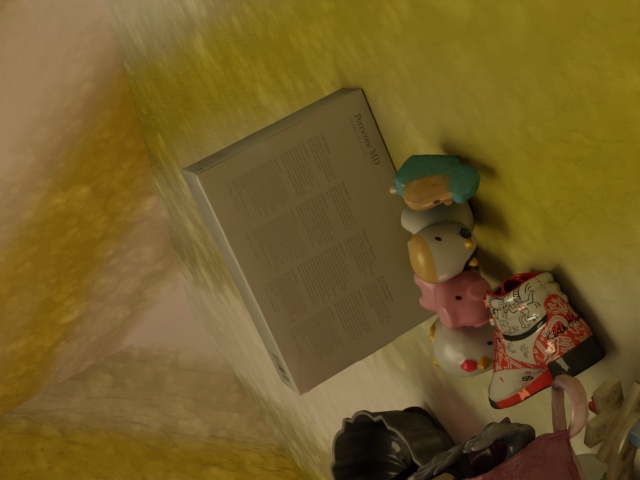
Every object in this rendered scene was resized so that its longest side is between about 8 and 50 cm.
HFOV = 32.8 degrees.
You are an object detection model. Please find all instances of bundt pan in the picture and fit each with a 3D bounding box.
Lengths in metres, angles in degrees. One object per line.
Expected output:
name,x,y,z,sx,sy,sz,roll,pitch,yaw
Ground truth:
bundt pan,0.156,0.448,1.917,0.331,0.124,0.331,24,118,55

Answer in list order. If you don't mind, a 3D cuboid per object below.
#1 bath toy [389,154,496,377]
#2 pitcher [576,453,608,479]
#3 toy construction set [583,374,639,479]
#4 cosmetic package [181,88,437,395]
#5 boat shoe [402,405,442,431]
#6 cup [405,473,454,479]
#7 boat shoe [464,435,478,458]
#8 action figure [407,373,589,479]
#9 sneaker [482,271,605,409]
bath toy,0.188,0.053,1.465,0.129,0.151,0.348,4,130,29
pitcher,0.353,0.367,1.379,0.178,0.125,0.207,53,-165,-43
toy construction set,0.395,0.308,1.192,0.215,0.151,0.328,43,-170,-45
cosmetic package,0.000,0.000,1.647,0.377,0.284,0.097,66,165,-16
boat shoe,0.236,0.458,2.044,0.104,0.110,0.307,87,160,-64
cup,0.281,0.480,1.623,0.237,0.331,0.331,-31,88,41
boat shoe,0.298,0.414,1.828,0.178,0.064,0.060,65,166,-4
action figure,0.274,0.373,1.229,0.370,0.275,0.248,52,178,8
sneaker,0.261,0.126,1.414,0.145,0.090,0.270,59,161,10
